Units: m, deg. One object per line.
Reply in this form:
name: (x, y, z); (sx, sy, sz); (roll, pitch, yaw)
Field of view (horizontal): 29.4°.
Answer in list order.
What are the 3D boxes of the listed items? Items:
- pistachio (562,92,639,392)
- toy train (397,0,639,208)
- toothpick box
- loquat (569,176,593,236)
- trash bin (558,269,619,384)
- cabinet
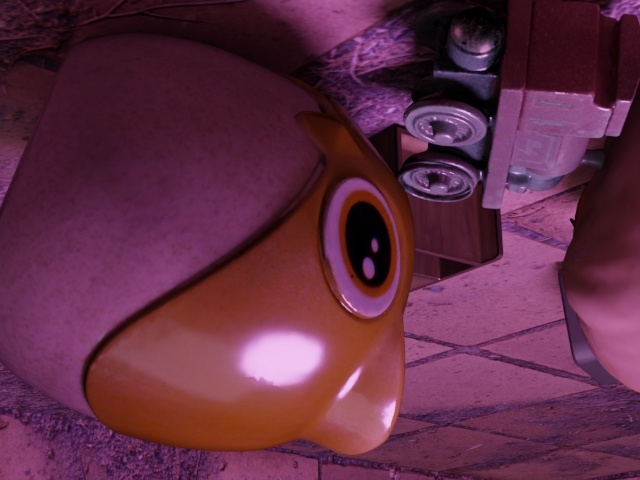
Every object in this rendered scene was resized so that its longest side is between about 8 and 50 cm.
pistachio: (0.443, -0.028, 1.295); (0.281, 0.365, 0.445); (20, 122, -43)
toy train: (0.198, -0.134, 1.260); (0.221, 0.150, 0.304); (6, 158, 5)
toothpick box: (-0.111, 0.009, 1.255); (0.425, 0.409, 0.409); (23, 153, -16)
loquat: (0.414, -0.002, 1.562); (0.213, 0.213, 0.213); (-1, 159, 0)
trash bin: (0.576, 0.102, 1.937); (0.343, 0.158, 0.223); (-16, 156, 22)
cabinet: (0.096, -0.024, 1.571); (0.174, 0.148, 0.215); (14, 156, -35)
